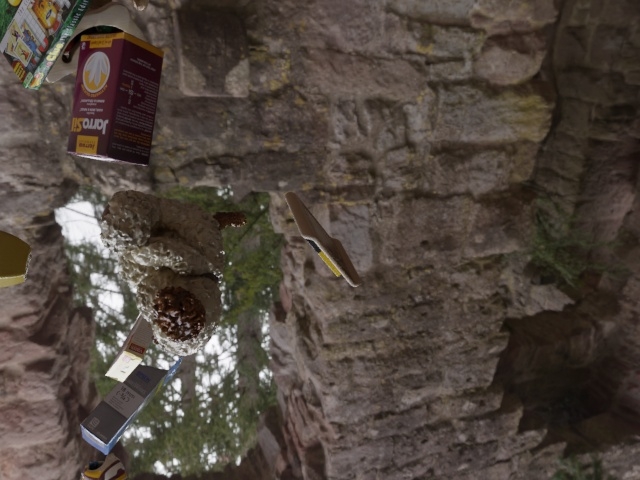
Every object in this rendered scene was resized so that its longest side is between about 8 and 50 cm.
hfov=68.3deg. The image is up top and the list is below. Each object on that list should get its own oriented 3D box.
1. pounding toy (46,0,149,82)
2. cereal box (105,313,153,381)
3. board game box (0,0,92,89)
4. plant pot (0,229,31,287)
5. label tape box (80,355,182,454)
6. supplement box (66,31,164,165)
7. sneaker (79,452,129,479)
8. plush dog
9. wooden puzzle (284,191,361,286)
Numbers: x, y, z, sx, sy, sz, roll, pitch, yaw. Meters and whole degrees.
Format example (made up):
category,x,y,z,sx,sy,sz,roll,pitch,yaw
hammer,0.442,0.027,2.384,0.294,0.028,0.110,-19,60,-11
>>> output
category,x,y,z,sx,sy,sz,roll,pitch,yaw
pounding toy,-0.453,-0.413,0.936,0.155,0.154,0.270,39,-122,22
cereal box,-0.393,0.186,1.076,0.047,0.173,0.240,32,-135,-16
board game box,-0.423,-0.373,0.724,0.136,0.260,0.030,56,-152,7
plant pot,-0.489,0.029,0.715,0.083,0.081,0.081,11,157,-26
label tape box,-0.609,0.505,1.533,0.106,0.240,0.333,37,-128,-1
supplement box,-0.325,-0.220,0.749,0.104,0.188,0.081,10,-177,28
sneaker,-0.519,0.551,1.075,0.186,0.083,0.069,-32,168,12
plush dog,-0.212,0.063,0.727,0.211,0.225,0.262,-3,161,-16
wooden puzzle,0.000,0.000,1.245,0.044,0.239,0.221,-38,-143,9
